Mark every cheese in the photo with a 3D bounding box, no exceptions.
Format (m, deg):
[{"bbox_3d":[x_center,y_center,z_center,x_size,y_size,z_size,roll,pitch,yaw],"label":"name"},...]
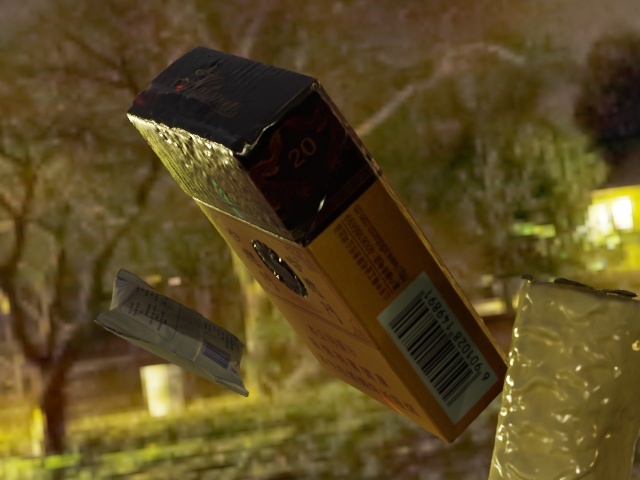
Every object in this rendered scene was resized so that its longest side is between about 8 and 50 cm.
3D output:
[{"bbox_3d":[0.168,0.114,1.022,0.094,0.167,0.123,9,-4,18],"label":"cheese"}]

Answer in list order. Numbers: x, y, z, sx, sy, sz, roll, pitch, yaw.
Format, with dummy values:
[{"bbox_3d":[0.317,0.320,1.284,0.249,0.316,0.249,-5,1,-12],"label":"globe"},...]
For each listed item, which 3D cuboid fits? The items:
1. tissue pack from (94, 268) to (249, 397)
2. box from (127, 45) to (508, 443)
[{"bbox_3d":[-0.109,0.070,1.176,0.122,0.026,0.193,28,5,-6],"label":"tissue pack"},{"bbox_3d":[0.000,-0.001,1.568,0.116,0.415,0.264,-44,31,-12],"label":"box"}]
